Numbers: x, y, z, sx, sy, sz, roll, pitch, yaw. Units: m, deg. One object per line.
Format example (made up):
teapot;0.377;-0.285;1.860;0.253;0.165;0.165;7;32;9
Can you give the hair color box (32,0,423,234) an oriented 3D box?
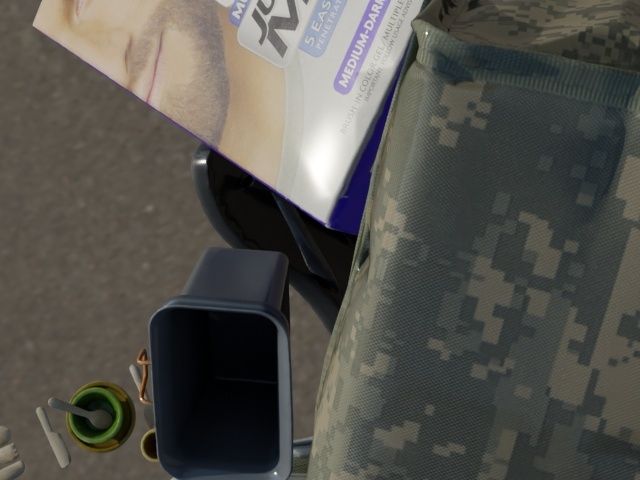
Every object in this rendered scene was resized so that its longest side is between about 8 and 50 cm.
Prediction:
hair color box;-0.025;-0.146;1.080;0.339;0.110;0.185;35;105;46

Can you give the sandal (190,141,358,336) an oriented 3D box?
sandal;0.001;0.000;1.390;0.054;0.097;0.254;-16;128;45

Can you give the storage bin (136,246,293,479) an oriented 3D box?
storage bin;-0.059;0.072;1.100;0.098;0.091;0.135;4;122;7

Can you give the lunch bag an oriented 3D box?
lunch bag;0.096;0.012;0.706;0.169;0.287;0.235;15;109;6

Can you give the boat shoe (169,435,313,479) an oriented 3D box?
boat shoe;0.000;0.226;1.674;0.103;0.320;0.118;-112;16;-49

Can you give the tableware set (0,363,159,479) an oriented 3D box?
tableware set;-0.169;0.157;1.187;0.154;0.024;0.104;-26;81;4
